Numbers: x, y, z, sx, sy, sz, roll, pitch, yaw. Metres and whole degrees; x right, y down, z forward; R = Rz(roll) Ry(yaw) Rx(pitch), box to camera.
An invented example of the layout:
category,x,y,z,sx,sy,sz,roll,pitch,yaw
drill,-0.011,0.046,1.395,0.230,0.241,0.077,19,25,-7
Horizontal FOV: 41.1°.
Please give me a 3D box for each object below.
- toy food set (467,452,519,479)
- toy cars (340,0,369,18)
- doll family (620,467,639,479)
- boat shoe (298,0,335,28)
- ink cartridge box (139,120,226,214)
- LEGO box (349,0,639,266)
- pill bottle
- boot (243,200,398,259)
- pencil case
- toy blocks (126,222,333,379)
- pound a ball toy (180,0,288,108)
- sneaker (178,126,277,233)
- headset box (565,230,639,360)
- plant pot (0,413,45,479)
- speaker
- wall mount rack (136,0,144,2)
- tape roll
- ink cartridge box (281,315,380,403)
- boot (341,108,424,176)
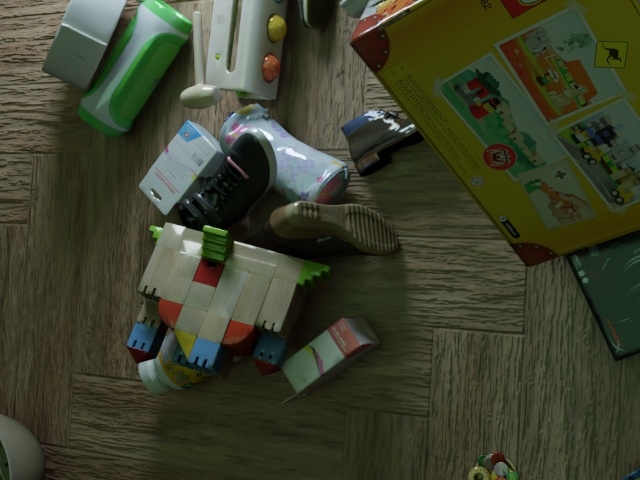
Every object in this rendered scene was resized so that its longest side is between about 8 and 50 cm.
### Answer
category,x,y,z,sx,sy,sz,roll,pitch,yaw
toy food set,0.309,0.418,1.515,0.083,0.020,0.083,37,101,22
toy cars,0.128,-0.439,1.478,0.176,0.394,0.087,-31,91,1
doll family,0.602,0.403,1.352,0.263,0.118,0.163,-32,66,0
boat shoe,-0.018,-0.530,1.712,0.073,0.080,0.224,2,88,44
ink cartridge box,-0.287,-0.148,1.804,0.104,0.061,0.181,45,103,21
LEGO box,0.348,-0.236,1.258,0.372,0.193,0.500,-23,121,36
pill bottle,-0.263,0.231,1.733,0.208,0.117,0.118,-30,74,19
boot,0.000,0.000,1.639,0.207,0.248,0.090,-36,43,53
pencil case,-0.071,-0.158,1.682,0.273,0.113,0.124,37,76,22
toy blocks,-0.194,0.134,1.590,0.381,0.191,0.261,14,72,14
pound a ball toy,-0.150,-0.402,1.676,0.135,0.208,0.319,8,92,26
sneaker,-0.182,-0.092,1.627,0.104,0.147,0.296,47,145,9
headset box,0.572,0.039,1.379,0.293,0.110,0.218,-26,75,20
plant pot,-0.720,0.502,1.875,0.284,0.191,0.284,-2,86,24
speaker,-0.399,-0.371,1.837,0.131,0.131,0.296,40,102,21
wall mount rack,-0.294,-0.669,1.820,0.304,0.130,0.350,-25,73,50
tape roll,-0.488,-0.465,1.806,0.100,0.286,0.286,25,98,-20
ink cartridge box,0.004,0.225,1.615,0.198,0.115,0.067,-39,73,16
boot,0.138,-0.222,1.610,0.219,0.082,0.106,-33,76,20
